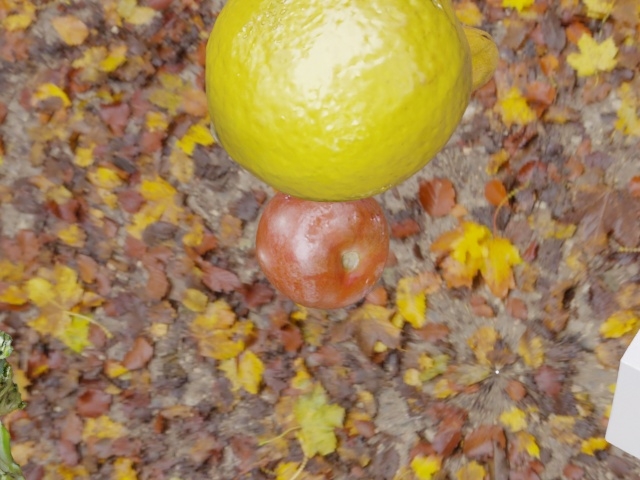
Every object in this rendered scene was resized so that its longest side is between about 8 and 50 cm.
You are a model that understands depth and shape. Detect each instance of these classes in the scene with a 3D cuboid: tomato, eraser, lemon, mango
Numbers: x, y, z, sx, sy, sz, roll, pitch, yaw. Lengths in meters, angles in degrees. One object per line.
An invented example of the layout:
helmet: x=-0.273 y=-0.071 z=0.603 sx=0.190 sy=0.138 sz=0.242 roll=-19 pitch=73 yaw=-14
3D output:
tomato: x=0.000 y=0.000 z=1.371 sx=0.208 sy=0.208 sz=0.184 roll=-57 pitch=38 yaw=-1
eraser: x=0.542 y=0.264 z=1.510 sx=0.078 sy=0.298 sz=0.076 roll=27 pitch=63 yaw=29
lemon: x=0.021 y=-0.174 z=0.934 sx=0.293 sy=0.293 sz=0.293 roll=-2 pitch=82 yaw=11
mango: x=0.235 y=-0.309 z=1.595 sx=0.157 sy=0.262 sz=0.109 roll=2 pitch=119 yaw=25

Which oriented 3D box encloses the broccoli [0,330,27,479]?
broccoli: x=-0.381 y=0.244 z=0.968 sx=0.221 sy=0.252 sz=0.361 roll=-31 pitch=34 yaw=-29
